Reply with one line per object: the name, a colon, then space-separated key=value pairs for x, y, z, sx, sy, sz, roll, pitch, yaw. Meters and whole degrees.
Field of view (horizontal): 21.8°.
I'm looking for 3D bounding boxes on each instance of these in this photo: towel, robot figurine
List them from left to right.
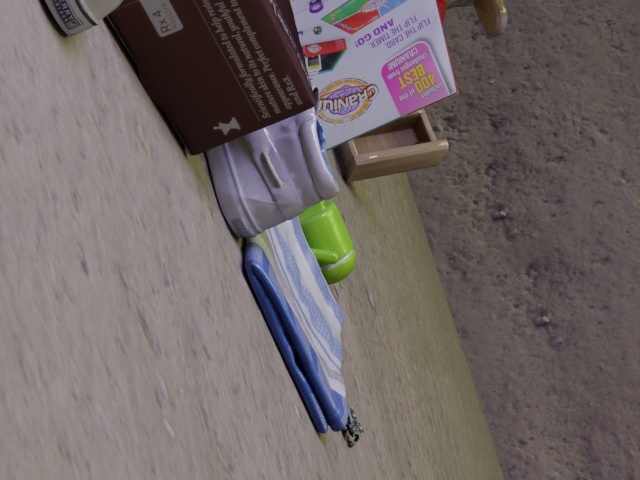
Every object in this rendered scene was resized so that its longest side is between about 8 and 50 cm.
towel: x=-0.023 y=0.058 z=1.734 sx=0.285 sy=0.034 sz=0.209 roll=-89 pitch=156 yaw=-70
robot figurine: x=0.000 y=0.000 z=1.924 sx=0.101 sy=0.067 sz=0.115 roll=-115 pitch=-179 yaw=-73

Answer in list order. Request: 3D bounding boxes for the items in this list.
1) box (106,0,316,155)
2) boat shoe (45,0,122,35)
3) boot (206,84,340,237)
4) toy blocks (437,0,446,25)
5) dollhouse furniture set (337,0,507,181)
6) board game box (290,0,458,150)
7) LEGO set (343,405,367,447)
box: x=-0.124 y=-0.285 z=1.589 sx=0.191 sy=0.143 sz=0.381 roll=61 pitch=12 yaw=-44
boat shoe: x=-0.172 y=-0.252 z=1.329 sx=0.267 sy=0.088 sz=0.096 roll=-96 pitch=163 yaw=-63
boot: x=-0.059 y=-0.132 z=1.656 sx=0.095 sy=0.123 sz=0.258 roll=52 pitch=18 yaw=-65
toy blocks: x=0.020 y=-0.324 z=2.073 sx=0.191 sy=0.261 sz=0.381 roll=-118 pitch=-176 yaw=-47
dollhouse furniture set: x=0.123 y=-0.308 z=2.644 sx=0.394 sy=0.362 sz=0.256 roll=117 pitch=-43 yaw=-59
board game box: x=0.015 y=-0.273 z=1.964 sx=0.064 sy=0.242 sz=0.317 roll=46 pitch=-24 yaw=56
LEGO set: x=0.031 y=0.193 z=1.775 sx=0.083 sy=0.023 sz=0.054 roll=32 pitch=38 yaw=-78
